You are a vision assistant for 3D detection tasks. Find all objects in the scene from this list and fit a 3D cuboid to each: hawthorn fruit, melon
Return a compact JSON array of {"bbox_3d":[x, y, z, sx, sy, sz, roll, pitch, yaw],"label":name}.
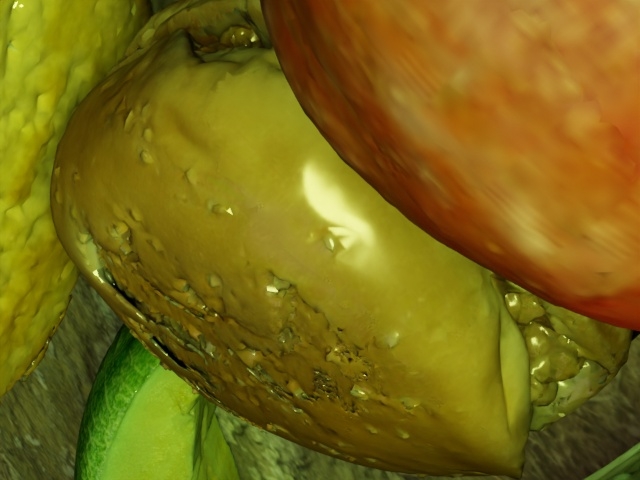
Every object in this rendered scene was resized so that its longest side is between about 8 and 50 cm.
[{"bbox_3d":[0.101,-0.102,0.467,0.284,0.284,0.284,32,145,27],"label":"hawthorn fruit"},{"bbox_3d":[-0.127,0.156,1.180,0.124,0.196,0.323,2,125,7],"label":"melon"}]

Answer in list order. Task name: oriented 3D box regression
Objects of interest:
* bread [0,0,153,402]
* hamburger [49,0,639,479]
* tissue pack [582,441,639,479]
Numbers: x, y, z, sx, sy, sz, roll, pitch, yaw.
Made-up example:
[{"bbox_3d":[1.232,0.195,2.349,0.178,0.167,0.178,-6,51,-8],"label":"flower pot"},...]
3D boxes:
[{"bbox_3d":[-0.257,-0.080,0.851,0.215,0.398,0.398,21,141,18],"label":"bread"},{"bbox_3d":[0.006,0.002,0.805,0.284,0.174,0.304,47,158,-17],"label":"hamburger"},{"bbox_3d":[0.277,0.198,0.535,0.388,0.162,0.287,48,130,4],"label":"tissue pack"}]
